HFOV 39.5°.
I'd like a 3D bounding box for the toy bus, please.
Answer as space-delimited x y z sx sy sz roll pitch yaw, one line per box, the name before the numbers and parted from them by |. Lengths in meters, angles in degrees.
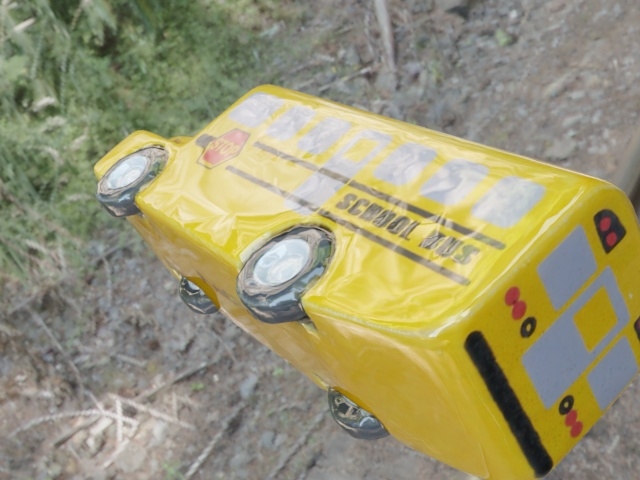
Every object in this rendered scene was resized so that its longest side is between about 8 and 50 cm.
toy bus | 0.000 0.000 0.479 0.130 0.108 0.332 -44 36 -14
